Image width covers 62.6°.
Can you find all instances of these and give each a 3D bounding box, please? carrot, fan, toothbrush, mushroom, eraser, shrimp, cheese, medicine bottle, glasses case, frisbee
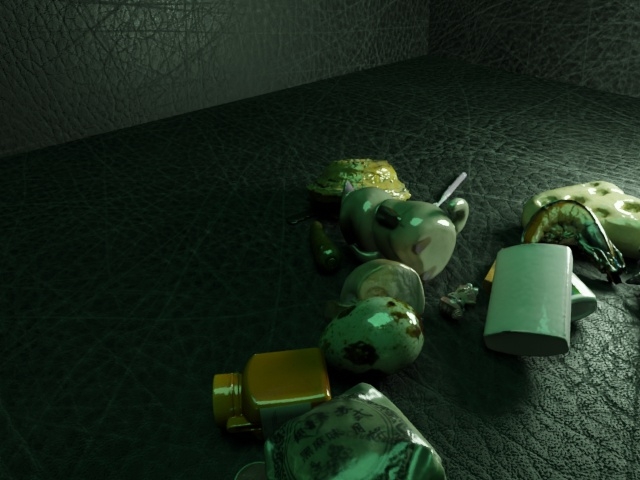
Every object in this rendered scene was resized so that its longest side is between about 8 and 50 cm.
[{"bbox_3d":[0.000,0.000,1.574,0.078,0.078,0.298,-7,26,-8],"label":"carrot"},{"bbox_3d":[-0.135,0.436,0.928,0.133,0.005,0.085,-14,34,-19],"label":"fan"},{"bbox_3d":[0.448,-0.171,1.842,0.024,0.029,0.354,28,41,19],"label":"toothbrush"},{"bbox_3d":[0.116,0.106,1.271,0.236,0.173,0.162,-9,25,-20],"label":"mushroom"},{"bbox_3d":[0.485,0.131,1.221,0.174,0.095,0.270,-3,44,30],"label":"eraser"},{"bbox_3d":[0.679,0.024,1.435,0.222,0.054,0.290,-33,61,6],"label":"shrimp"},{"bbox_3d":[0.781,-0.049,1.531,0.328,0.130,0.351,-11,32,-7],"label":"cheese"},{"bbox_3d":[0.583,0.112,1.328,0.115,0.078,0.219,-16,33,0],"label":"medicine bottle"},{"bbox_3d":[0.489,0.087,1.413,0.064,0.041,0.170,26,40,20],"label":"glasses case"},{"bbox_3d":[-0.002,-0.093,1.767,0.187,0.012,0.211,16,36,26],"label":"frisbee"},{"bbox_3d":[-0.094,0.304,1.036,0.222,0.112,0.149,-5,32,-4],"label":"medicine bottle"}]

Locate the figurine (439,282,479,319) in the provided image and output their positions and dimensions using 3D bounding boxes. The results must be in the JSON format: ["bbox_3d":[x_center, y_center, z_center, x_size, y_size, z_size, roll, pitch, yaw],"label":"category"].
[{"bbox_3d":[0.349,0.154,1.310,0.129,0.054,0.072,-22,51,-40],"label":"figurine"}]

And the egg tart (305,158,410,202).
[{"bbox_3d":[0.127,-0.198,1.742,0.351,0.150,0.352,4,12,-1],"label":"egg tart"}]

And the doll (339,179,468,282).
[{"bbox_3d":[0.203,-0.025,1.450,0.370,0.215,0.226,13,63,39],"label":"doll"}]

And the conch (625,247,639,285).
[{"bbox_3d":[0.893,0.044,1.269,0.186,0.241,0.313,43,50,20],"label":"conch"}]

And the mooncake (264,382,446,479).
[{"bbox_3d":[0.052,0.367,0.861,0.254,0.136,0.250,-28,28,-18],"label":"mooncake"}]

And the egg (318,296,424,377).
[{"bbox_3d":[0.108,0.209,1.124,0.231,0.169,0.169,-13,32,2],"label":"egg"}]
